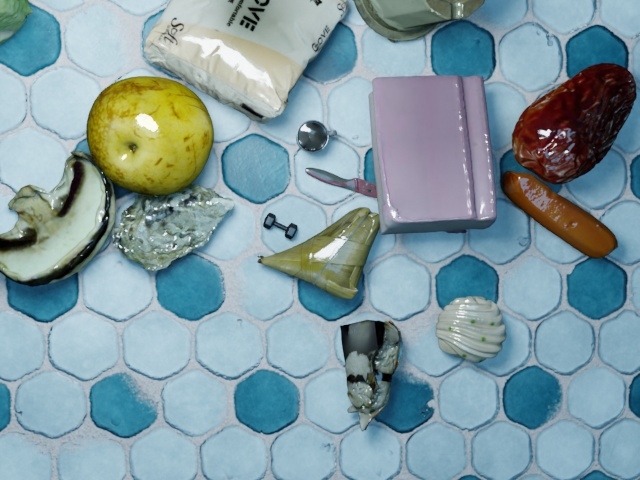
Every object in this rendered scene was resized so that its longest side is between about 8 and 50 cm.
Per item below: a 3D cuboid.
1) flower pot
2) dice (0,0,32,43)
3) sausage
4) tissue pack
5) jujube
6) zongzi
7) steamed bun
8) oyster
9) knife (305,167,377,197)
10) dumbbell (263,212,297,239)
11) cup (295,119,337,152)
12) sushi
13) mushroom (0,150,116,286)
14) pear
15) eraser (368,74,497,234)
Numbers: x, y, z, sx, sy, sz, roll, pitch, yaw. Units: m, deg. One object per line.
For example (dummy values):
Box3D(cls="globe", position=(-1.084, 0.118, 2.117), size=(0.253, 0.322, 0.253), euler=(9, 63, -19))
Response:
Box3D(cls="flower pot", position=(0.238, -0.593, 1.655), size=(0.291, 0.259, 0.290), euler=(-5, 105, -21))
Box3D(cls="dice", position=(-0.828, -0.550, 1.536), size=(0.331, 0.318, 0.322), euler=(-28, 99, -2))
Box3D(cls="sausage", position=(0.597, -0.063, 1.855), size=(0.349, 0.097, 0.094), euler=(32, 84, -8))
Box3D(cls="tissue pack", position=(-0.171, -0.490, 1.690), size=(0.390, 0.195, 0.375), euler=(26, 79, -8))
Box3D(cls="jujube", position=(0.618, -0.291, 1.795), size=(0.342, 0.216, 0.216), euler=(-41, 98, -9))
Box3D(cls="zongzi", position=(0.000, 0.000, 1.797), size=(0.256, 0.115, 0.228), euler=(21, 89, 3))
Box3D(cls="steamed bun", position=(0.383, 0.224, 1.855), size=(0.183, 0.106, 0.182), euler=(-1, 97, -8))
Box3D(cls="oyster", position=(-0.352, -0.048, 1.742), size=(0.198, 0.112, 0.267), euler=(43, 87, -8))
Box3D(cls="knife", position=(0.080, -0.140, 1.831), size=(0.248, 0.018, 0.035), euler=(16, 90, -10))
Box3D(cls="dumbbell", position=(-0.099, -0.036, 1.809), size=(0.083, 0.036, 0.040), euler=(25, 92, -8))
Box3D(cls="cup", position=(-0.011, -0.250, 1.778), size=(0.100, 0.077, 0.078), euler=(-9, 96, -5))
Box3D(cls="sushi", position=(0.139, 0.330, 1.837), size=(0.109, 0.134, 0.272), euler=(-1, 85, -37))
Box3D(cls="mushroom", position=(-0.603, -0.043, 1.713), size=(0.248, 0.130, 0.344), euler=(33, 88, 15))
Box3D(cls="pear", position=(-0.372, -0.233, 1.639), size=(0.281, 0.281, 0.280), euler=(-1, 95, -6))
Box3D(cls="eraser", position=(0.260, -0.202, 1.740), size=(0.273, 0.122, 0.358), euler=(-1, 76, -5))
